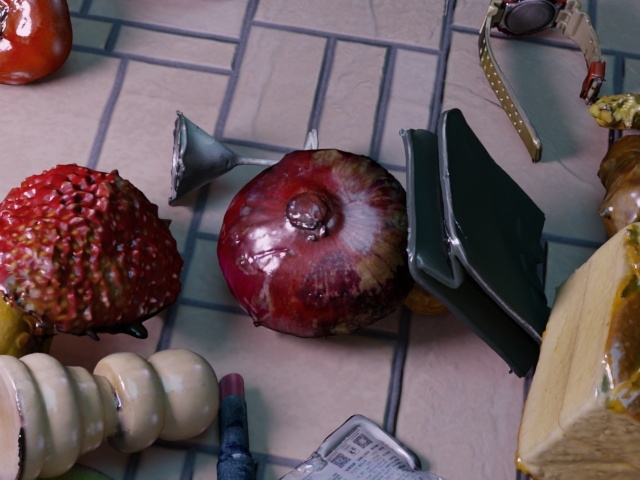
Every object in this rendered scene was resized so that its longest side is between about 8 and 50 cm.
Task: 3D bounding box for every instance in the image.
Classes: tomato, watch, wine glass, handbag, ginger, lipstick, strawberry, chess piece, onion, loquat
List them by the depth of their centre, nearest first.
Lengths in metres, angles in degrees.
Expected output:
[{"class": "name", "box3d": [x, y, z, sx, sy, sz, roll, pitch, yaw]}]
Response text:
[{"class": "chess piece", "box3d": [-0.233, 0.184, 1.856, 0.261, 0.143, 0.143, -5, 48, -31]}, {"class": "lipstick", "box3d": [-0.094, 0.243, 1.876, 0.053, 0.053, 0.234, -1, 48, -6]}, {"class": "loquat", "box3d": [-0.371, 0.100, 1.907, 0.163, 0.163, 0.137, 15, 81, 7]}, {"class": "strawberry", "box3d": [-0.254, 0.007, 1.921, 0.233, 0.138, 0.306, 35, 14, -9]}, {"class": "handbag", "box3d": [0.193, 0.002, 1.998, 0.079, 0.260, 0.247, -26, 40, 26]}, {"class": "onion", "box3d": [0.000, 0.000, 2.001, 0.246, 0.190, 0.246, -5, 61, 9]}, {"class": "ginger", "box3d": [0.507, -0.047, 2.123, 0.357, 0.152, 0.274, 5, 17, -3]}, {"class": "wine glass", "box3d": [-0.097, -0.098, 2.136, 0.183, 0.122, 0.122, 5, 49, -10]}, {"class": "tomato", "box3d": [-0.412, -0.285, 2.237, 0.187, 0.151, 0.187, 0, 90, 8]}, {"class": "watch", "box3d": [0.308, -0.233, 2.309, 0.165, 0.102, 0.268, -11, 60, -17]}]

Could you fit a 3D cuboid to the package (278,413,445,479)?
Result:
[{"class": "package", "box3d": [0.050, 0.285, 1.873, 0.173, 0.027, 0.171, 37, 52, 23]}]

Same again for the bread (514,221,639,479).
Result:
[{"class": "bread", "box3d": [0.391, 0.160, 1.851, 0.279, 0.207, 0.279, 28, 53, -8]}]

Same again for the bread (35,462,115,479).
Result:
[{"class": "bread", "box3d": [-0.289, 0.327, 1.797, 0.228, 0.033, 0.228, 3, 51, -3]}]

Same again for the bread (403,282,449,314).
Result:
[{"class": "bread", "box3d": [0.130, 0.042, 2.076, 0.083, 0.044, 0.111, 2, 52, -3]}]

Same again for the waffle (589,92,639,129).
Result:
[{"class": "waffle", "box3d": [0.477, -0.168, 2.188, 0.291, 0.051, 0.291, -3, 5, 0]}]
